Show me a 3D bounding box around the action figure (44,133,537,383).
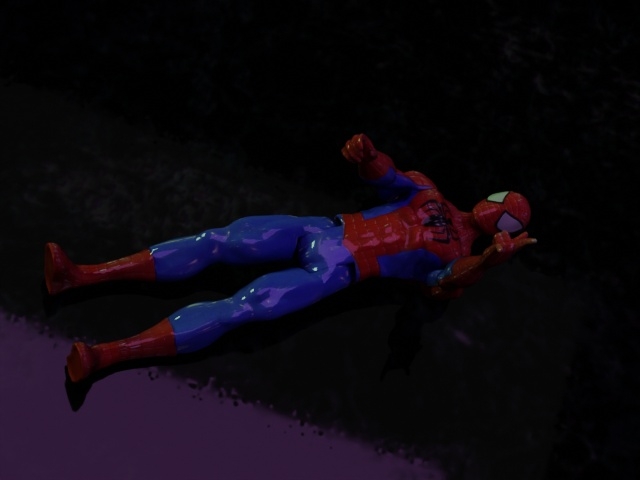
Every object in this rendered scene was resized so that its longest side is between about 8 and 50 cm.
[{"bbox_3d":[0.000,0.000,0.835,0.280,0.139,0.091,-12,74,-19],"label":"action figure"}]
